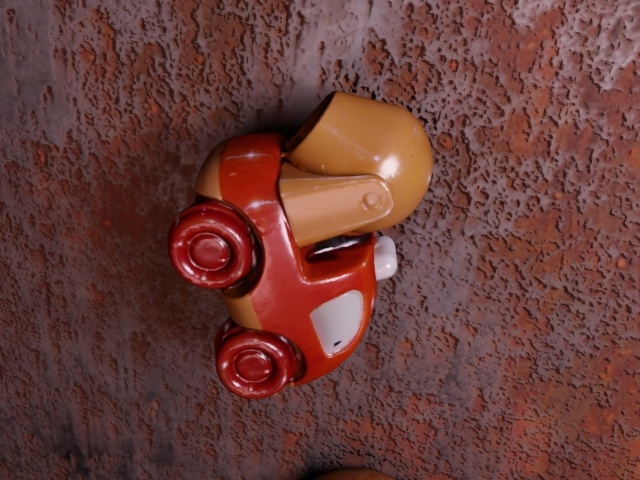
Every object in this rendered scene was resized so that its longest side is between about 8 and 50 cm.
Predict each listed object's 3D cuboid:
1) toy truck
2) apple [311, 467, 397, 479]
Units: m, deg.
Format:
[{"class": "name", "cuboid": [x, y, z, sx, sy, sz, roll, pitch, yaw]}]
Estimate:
[{"class": "toy truck", "cuboid": [0.000, 0.000, 0.685, 0.239, 0.189, 0.265, -13, 115, 10]}, {"class": "apple", "cuboid": [0.035, 0.387, 0.894, 0.209, 0.164, 0.210, 5, 116, 11]}]
